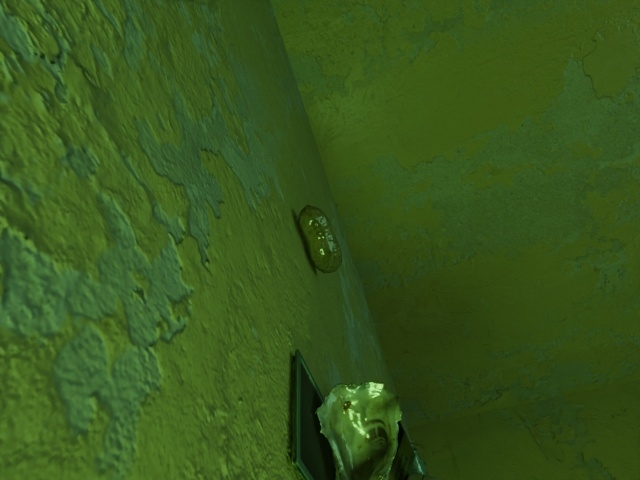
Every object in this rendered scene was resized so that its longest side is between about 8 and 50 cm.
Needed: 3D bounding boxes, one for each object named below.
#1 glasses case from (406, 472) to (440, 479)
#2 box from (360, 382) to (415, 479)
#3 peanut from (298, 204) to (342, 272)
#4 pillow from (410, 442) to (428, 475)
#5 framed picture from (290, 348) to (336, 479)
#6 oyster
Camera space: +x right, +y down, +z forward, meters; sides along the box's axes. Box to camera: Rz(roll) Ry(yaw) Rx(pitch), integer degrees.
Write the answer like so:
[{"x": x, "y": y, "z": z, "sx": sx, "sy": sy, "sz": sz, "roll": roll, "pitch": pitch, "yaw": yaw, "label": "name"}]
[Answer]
[{"x": 0.186, "y": 0.657, "z": 0.807, "sx": 0.336, "sy": 0.076, "sz": 0.144, "roll": -44, "pitch": 122, "yaw": -54, "label": "glasses case"}, {"x": 0.129, "y": 0.463, "z": 0.900, "sx": 0.159, "sy": 0.071, "sz": 0.240, "roll": -48, "pitch": 122, "yaw": -46, "label": "box"}, {"x": 0.000, "y": 0.000, "z": 1.175, "sx": 0.108, "sy": 0.095, "sz": 0.226, "roll": -84, "pitch": 156, "yaw": -62, "label": "peanut"}, {"x": 0.235, "y": 0.734, "z": 1.082, "sx": 0.284, "sy": 0.138, "sz": 0.310, "roll": 75, "pitch": 19, "yaw": -44, "label": "pillow"}, {"x": -0.003, "y": 0.364, "z": 0.733, "sx": 0.217, "sy": 0.017, "sz": 0.275, "roll": -92, "pitch": 164, "yaw": -57, "label": "framed picture"}, {"x": 0.072, "y": 0.385, "z": 0.745, "sx": 0.107, "sy": 0.161, "sz": 0.233, "roll": 93, "pitch": -5, "yaw": -62, "label": "oyster"}]
